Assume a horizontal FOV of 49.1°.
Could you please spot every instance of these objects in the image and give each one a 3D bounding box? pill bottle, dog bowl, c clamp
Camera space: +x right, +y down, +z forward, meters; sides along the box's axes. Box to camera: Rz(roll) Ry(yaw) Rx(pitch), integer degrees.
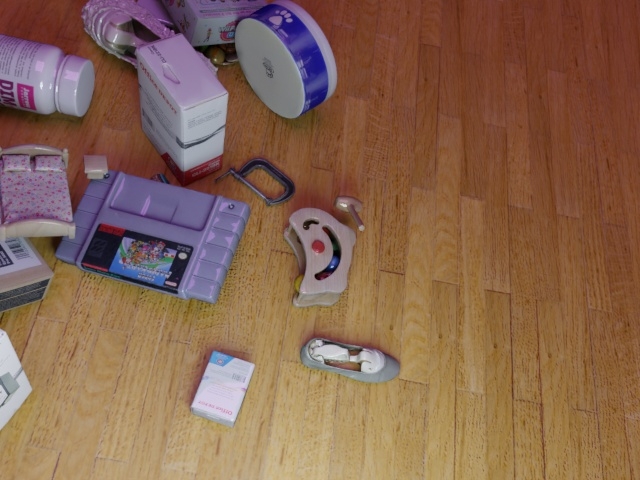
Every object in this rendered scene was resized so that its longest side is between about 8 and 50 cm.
[{"bbox_3d":[-0.677,-0.379,1.601,0.283,0.160,0.160,12,59,-4],"label":"pill bottle"},{"bbox_3d":[-0.086,-0.432,1.683,0.104,0.265,0.265,-36,72,-23],"label":"dog bowl"},{"bbox_3d":[-0.145,-0.132,1.643,0.161,0.022,0.137,34,55,11],"label":"c clamp"}]

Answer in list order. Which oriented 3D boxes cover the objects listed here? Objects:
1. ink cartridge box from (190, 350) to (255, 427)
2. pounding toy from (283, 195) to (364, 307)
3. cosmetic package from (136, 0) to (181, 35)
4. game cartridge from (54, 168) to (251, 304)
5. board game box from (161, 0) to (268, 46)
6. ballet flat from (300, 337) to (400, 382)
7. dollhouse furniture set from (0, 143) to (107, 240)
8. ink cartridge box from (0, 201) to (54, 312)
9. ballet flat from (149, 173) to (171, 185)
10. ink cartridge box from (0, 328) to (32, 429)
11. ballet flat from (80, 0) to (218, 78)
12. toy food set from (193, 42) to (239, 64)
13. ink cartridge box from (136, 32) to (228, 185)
[{"bbox_3d":[-0.190,0.291,1.369,0.089,0.052,0.122,19,57,1],"label":"ink cartridge box"},{"bbox_3d":[0.000,0.000,1.512,0.154,0.155,0.269,16,59,-6],"label":"pounding toy"},{"bbox_3d":[-0.398,-0.631,1.846,0.118,0.085,0.231,20,60,0],"label":"cosmetic package"},{"bbox_3d":[-0.348,-0.013,1.456,0.355,0.068,0.230,14,64,11],"label":"game cartridge"},{"bbox_3d":[-0.291,-0.635,1.754,0.224,0.097,0.303,-18,67,-37],"label":"board game box"},{"bbox_3d":[0.065,0.245,1.434,0.213,0.068,0.072,10,59,-5],"label":"ballet flat"},{"bbox_3d":[-0.560,-0.084,1.300,0.356,0.173,0.303,-4,56,-24],"label":"dollhouse furniture set"},{"bbox_3d":[-0.671,0.032,1.366,0.234,0.088,0.193,48,35,16],"label":"ink cartridge box"},{"bbox_3d":[-0.331,-0.055,1.545,0.067,0.073,0.206,-34,66,2],"label":"ballet flat"},{"bbox_3d":[-0.632,0.208,1.206,0.198,0.272,0.114,28,57,6],"label":"ink cartridge box"},{"bbox_3d":[-0.432,-0.480,1.702,0.409,0.147,0.147,31,60,7],"label":"ballet flat"},{"bbox_3d":[-0.255,-0.507,1.826,0.192,0.038,0.132,12,59,-4],"label":"toy food set"},{"bbox_3d":[-0.307,-0.285,1.551,0.114,0.272,0.197,-29,70,-24],"label":"ink cartridge box"}]
